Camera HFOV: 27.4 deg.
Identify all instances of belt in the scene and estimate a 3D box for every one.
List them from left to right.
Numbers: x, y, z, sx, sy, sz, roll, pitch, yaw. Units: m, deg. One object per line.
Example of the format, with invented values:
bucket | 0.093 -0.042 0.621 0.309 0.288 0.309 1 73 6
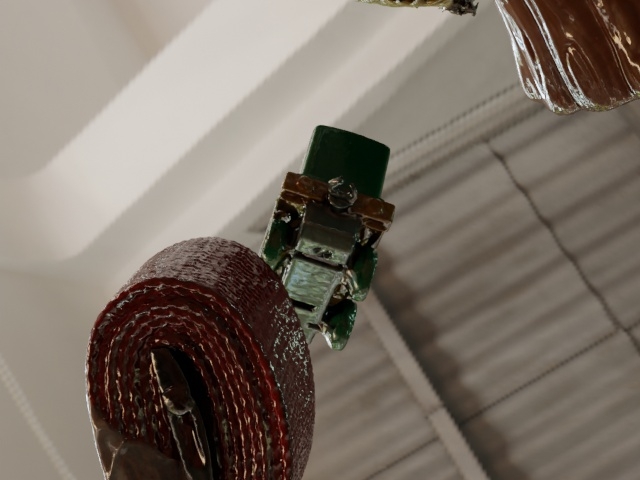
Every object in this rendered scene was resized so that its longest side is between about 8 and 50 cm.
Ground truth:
belt | -0.072 0.100 0.858 0.128 0.124 0.200 -7 -74 11

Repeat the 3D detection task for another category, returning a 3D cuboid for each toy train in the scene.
toy train | 0.000 0.000 1.066 0.091 0.227 0.136 17 -123 -3

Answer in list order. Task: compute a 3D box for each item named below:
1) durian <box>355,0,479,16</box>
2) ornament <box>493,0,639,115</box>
durian | 0.091 -0.265 1.181 0.139 0.252 0.144 29 -79 -10
ornament | 0.209 -0.239 1.039 0.235 0.221 0.217 -29 -70 28
